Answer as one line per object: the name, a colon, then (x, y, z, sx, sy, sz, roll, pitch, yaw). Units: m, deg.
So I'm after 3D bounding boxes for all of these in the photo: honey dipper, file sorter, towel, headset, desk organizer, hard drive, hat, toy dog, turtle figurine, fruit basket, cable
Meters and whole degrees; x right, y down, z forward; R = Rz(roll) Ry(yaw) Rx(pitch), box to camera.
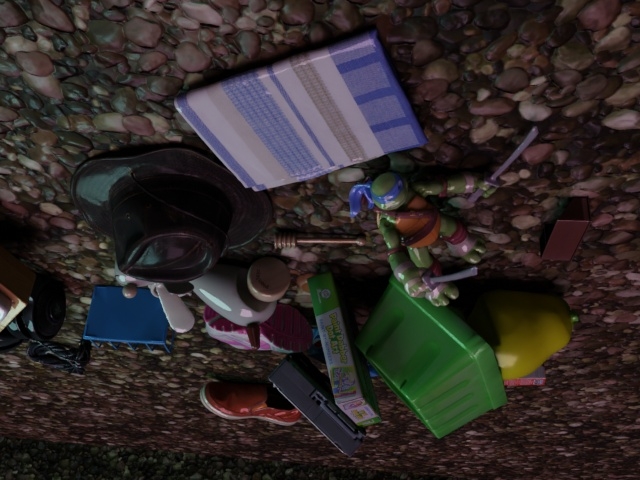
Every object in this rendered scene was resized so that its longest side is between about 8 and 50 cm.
honey dipper: (0.000, 0.000, 1.113, 0.160, 0.031, 0.030, 1, 151, -1)
file sorter: (-0.404, 0.175, 1.381, 0.170, 0.118, 0.104, 4, 154, 0)
towel: (-0.023, -0.158, 0.831, 0.284, 0.034, 0.209, -13, 144, 23)
headset: (-0.641, 0.143, 1.375, 0.243, 0.185, 0.394, -17, 129, 26)
desk organizer: (0.389, -0.016, 1.018, 0.050, 0.047, 0.130, 2, 151, 8)
hard drive: (-0.004, 0.355, 1.449, 0.237, 0.064, 0.339, 43, 177, 4)
hat: (-0.246, -0.008, 1.022, 0.331, 0.134, 0.331, 2, 151, 1)
toy dog: (-0.220, 0.119, 1.211, 0.333, 0.161, 0.220, -1, 150, 8)
turtle figurine: (0.193, 0.002, 0.925, 0.274, 0.198, 0.266, -6, 153, 24)
fruit basket: (0.294, 0.191, 1.259, 0.392, 0.283, 0.392, -28, 141, -25)
cable: (-0.732, 0.333, 1.766, 0.150, 0.047, 0.184, 8, 151, -7)

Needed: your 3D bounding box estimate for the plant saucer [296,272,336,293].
plant saucer: (-0.009, 0.091, 1.284, 0.083, 0.015, 0.083, 3, 151, 1)

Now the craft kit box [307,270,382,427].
craft kit box: (0.050, 0.221, 1.250, 0.060, 0.250, 0.247, -16, 151, 3)

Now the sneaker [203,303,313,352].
sneaker: (-0.140, 0.191, 1.407, 0.252, 0.103, 0.111, 18, 152, -12)

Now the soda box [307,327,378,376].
soda box: (0.058, 0.275, 1.551, 0.071, 0.067, 0.210, -17, 145, 32)

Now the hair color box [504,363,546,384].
hair color box: (0.441, 0.292, 1.509, 0.167, 0.093, 0.053, -3, 150, 11)

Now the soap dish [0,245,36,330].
soap dish: (-0.668, 0.087, 1.150, 0.229, 0.118, 0.290, 44, 126, -16)

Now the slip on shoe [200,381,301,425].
slip on shoe: (-0.198, 0.473, 1.902, 0.331, 0.123, 0.101, 17, 125, -21)
